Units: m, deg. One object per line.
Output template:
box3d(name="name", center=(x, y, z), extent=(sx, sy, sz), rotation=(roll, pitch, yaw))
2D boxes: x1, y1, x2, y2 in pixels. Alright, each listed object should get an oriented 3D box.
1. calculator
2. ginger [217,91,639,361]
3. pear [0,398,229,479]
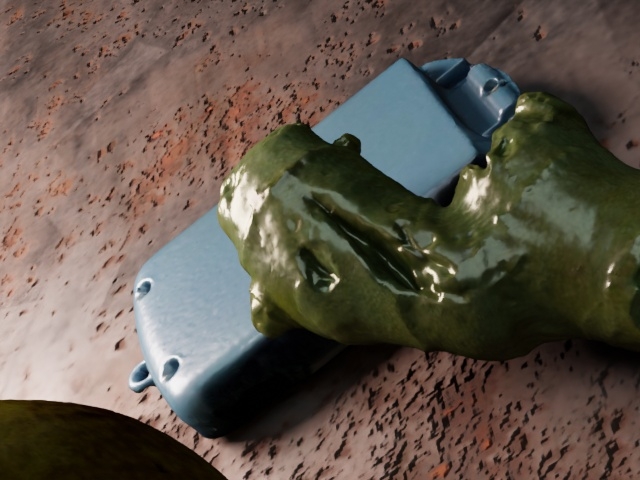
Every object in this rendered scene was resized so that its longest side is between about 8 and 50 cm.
box3d(name="calculator", center=(0.000, 0.000, 0.982), extent=(0.293, 0.051, 0.173), rotation=(-38, 33, 6))
box3d(name="ginger", center=(0.073, -0.006, 0.841), extent=(0.290, 0.089, 0.137), rotation=(-6, 81, 31))
box3d(name="pear", center=(-0.137, 0.192, 0.692), extent=(0.283, 0.283, 0.283), rotation=(-28, 34, 21))
